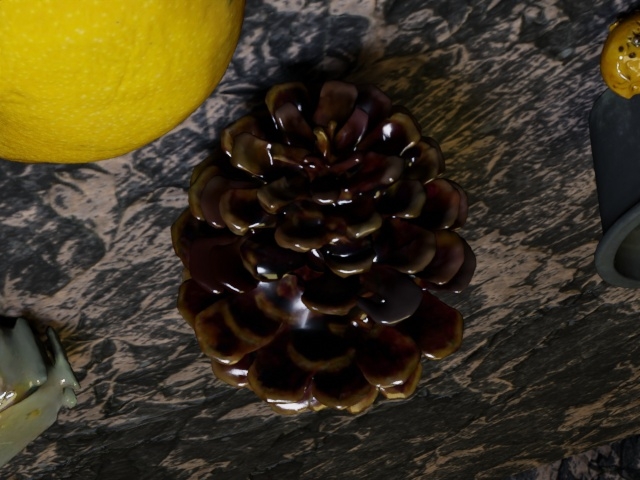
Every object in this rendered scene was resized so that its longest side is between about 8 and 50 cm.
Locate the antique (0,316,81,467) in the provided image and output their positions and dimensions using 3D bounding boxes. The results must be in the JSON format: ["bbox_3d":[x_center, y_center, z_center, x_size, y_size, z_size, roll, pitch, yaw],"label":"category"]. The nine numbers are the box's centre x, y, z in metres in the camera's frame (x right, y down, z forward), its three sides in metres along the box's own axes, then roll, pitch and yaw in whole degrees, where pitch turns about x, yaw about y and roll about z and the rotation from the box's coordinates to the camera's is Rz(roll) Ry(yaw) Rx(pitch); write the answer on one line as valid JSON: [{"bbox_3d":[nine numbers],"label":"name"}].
[{"bbox_3d":[-0.361,0.171,1.345,0.284,0.150,0.125,-32,160,9],"label":"antique"}]

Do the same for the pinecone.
[{"bbox_3d":[0.003,0.002,1.101,0.246,0.246,0.292,-16,155,-8],"label":"pinecone"}]

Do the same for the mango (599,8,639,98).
[{"bbox_3d":[0.274,-0.154,1.187,0.127,0.063,0.077,-2,147,-48],"label":"mango"}]

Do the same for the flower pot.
[{"bbox_3d":[0.333,-0.076,1.300,0.235,0.148,0.235,-14,154,-7],"label":"flower pot"}]

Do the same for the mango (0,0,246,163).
[{"bbox_3d":[-0.134,-0.134,0.797,0.187,0.144,0.359,3,162,-4],"label":"mango"}]
